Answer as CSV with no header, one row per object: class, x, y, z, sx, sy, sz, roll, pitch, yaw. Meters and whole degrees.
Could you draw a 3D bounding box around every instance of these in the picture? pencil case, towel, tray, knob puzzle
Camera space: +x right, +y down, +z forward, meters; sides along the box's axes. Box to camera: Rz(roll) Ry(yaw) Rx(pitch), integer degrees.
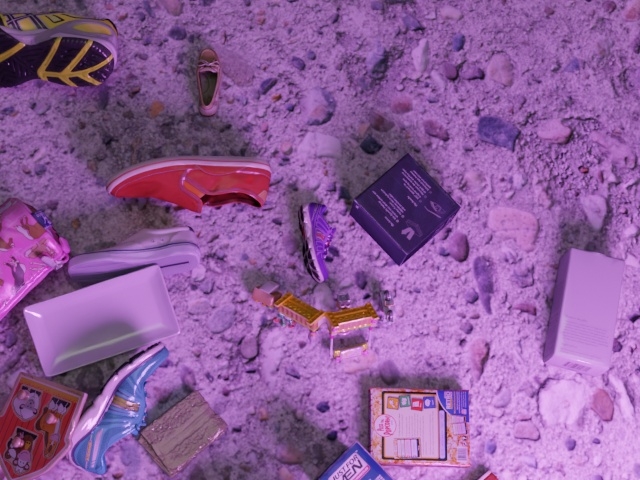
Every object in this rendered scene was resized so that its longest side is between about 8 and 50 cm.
pencil case,-0.652,0.097,1.892,0.386,0.167,0.160,-47,122,-16
towel,-0.261,0.363,1.907,0.148,0.027,0.110,-40,79,-14
tray,-0.419,0.153,1.939,0.270,0.030,0.145,-18,99,-10
knob puzzle,-0.531,0.348,1.840,0.213,0.030,0.213,-10,66,23

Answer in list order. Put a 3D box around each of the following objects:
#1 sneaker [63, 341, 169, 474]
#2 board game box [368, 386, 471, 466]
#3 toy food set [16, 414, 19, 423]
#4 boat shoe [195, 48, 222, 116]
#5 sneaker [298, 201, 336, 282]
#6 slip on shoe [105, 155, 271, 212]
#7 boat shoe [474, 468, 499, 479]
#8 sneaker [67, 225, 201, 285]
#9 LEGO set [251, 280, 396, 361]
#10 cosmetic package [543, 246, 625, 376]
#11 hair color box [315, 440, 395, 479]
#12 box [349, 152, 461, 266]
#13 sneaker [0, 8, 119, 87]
sneaker,-0.368,0.311,1.887,0.110,0.107,0.275,37,82,-4
board game box,0.189,0.359,1.935,0.193,0.045,0.147,3,73,-4
toy food set,-0.533,0.346,1.893,0.082,0.020,0.083,35,73,6
boat shoe,-0.235,-0.338,2.115,0.056,0.048,0.153,4,73,-4
sneaker,0.000,0.000,2.022,0.071,0.068,0.170,-3,72,-12
slip on shoe,-0.260,-0.106,2.010,0.331,0.123,0.101,-2,77,-10
boat shoe,0.284,0.489,1.903,0.137,0.049,0.043,-35,81,-19
sneaker,-0.365,0.028,1.981,0.258,0.094,0.091,-7,50,-7
LEGO set,0.005,0.163,1.973,0.286,0.107,0.132,3,38,1
cosmetic package,0.525,0.142,2.011,0.117,0.085,0.231,15,70,0
hair color box,0.143,0.526,1.812,0.105,0.174,0.347,-42,80,-14
box,0.169,-0.061,2.039,0.158,0.093,0.156,-40,80,-16
sneaker,-0.602,-0.405,2.082,0.384,0.145,0.147,9,42,1
